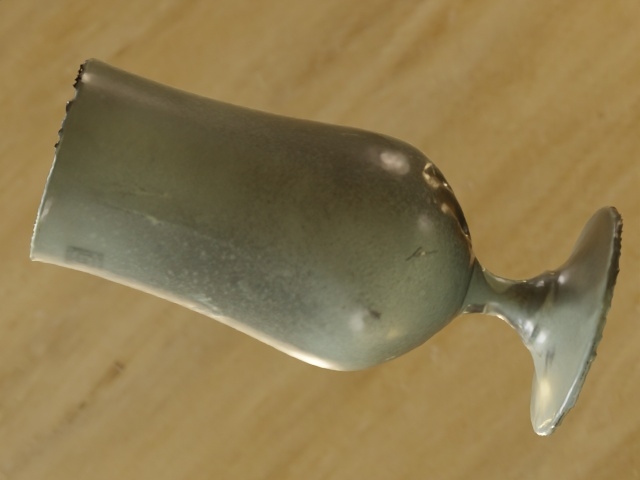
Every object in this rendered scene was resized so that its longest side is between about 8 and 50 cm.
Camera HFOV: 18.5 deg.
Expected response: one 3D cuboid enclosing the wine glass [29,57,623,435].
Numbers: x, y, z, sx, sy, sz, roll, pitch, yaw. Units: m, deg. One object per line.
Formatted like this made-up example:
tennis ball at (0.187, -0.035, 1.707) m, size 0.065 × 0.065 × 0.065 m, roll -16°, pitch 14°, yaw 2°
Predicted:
wine glass at (0.000, 0.000, 0.814) m, size 0.231 × 0.103 × 0.103 m, roll 18°, pitch -107°, yaw -5°
